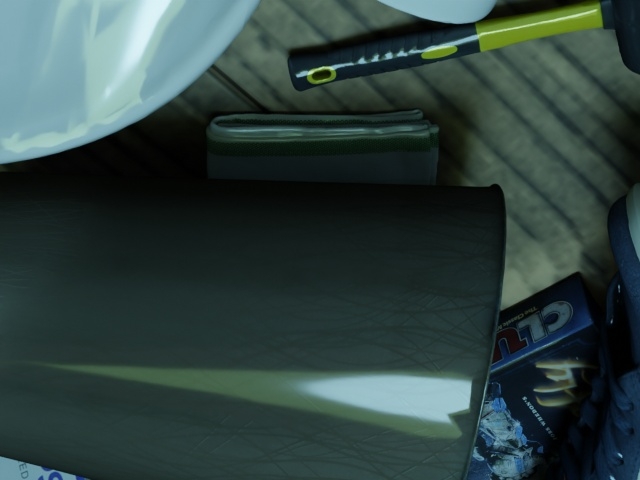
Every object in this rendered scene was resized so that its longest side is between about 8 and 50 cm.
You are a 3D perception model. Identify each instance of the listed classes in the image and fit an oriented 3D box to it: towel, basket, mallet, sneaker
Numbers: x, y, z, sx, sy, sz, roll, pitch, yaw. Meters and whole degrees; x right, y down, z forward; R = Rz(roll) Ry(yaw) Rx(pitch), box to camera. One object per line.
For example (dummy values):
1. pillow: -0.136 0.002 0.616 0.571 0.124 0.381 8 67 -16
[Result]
1. towel: 0.000 0.000 0.748 0.113 0.023 0.152 0 129 -1
2. basket: -0.047 0.049 0.680 0.227 0.154 0.204 9 132 -2
3. mallet: 0.082 -0.088 0.679 0.189 0.039 0.062 -16 129 14
4. sneaker: 0.151 0.130 0.736 0.148 0.131 0.350 -8 122 15

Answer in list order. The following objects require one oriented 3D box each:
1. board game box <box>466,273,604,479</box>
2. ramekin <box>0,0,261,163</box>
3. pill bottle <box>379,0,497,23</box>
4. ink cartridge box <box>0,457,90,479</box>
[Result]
1. board game box: 0.134 0.145 0.849 0.165 0.042 0.243 -29 123 17
2. ramekin: -0.142 -0.170 0.540 0.273 0.127 0.273 -1 127 -2
3. pill bottle: 0.072 -0.193 0.539 0.121 0.121 0.216 17 125 -16
4. ink cartridge box: -0.216 0.276 0.786 0.307 0.304 0.072 -22 161 13
